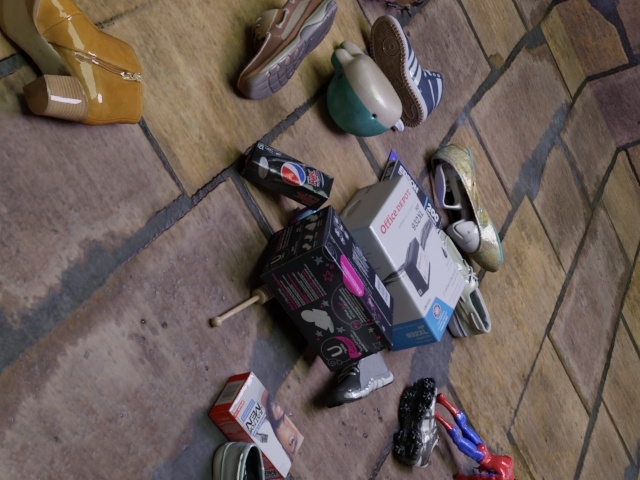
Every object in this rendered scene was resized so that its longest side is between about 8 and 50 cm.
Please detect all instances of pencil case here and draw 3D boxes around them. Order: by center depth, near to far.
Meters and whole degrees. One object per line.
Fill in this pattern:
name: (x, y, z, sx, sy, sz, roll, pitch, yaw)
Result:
pencil case: (0.000, 0.000, 1.697, 0.151, 0.070, 0.064, 55, 4, -18)

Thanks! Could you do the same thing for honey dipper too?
honey dipper: (-0.136, 0.116, 1.501, 0.161, 0.030, 0.030, -30, 100, -52)

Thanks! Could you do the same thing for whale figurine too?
whale figurine: (0.079, -0.340, 1.913, 0.216, 0.141, 0.272, 41, 22, -36)

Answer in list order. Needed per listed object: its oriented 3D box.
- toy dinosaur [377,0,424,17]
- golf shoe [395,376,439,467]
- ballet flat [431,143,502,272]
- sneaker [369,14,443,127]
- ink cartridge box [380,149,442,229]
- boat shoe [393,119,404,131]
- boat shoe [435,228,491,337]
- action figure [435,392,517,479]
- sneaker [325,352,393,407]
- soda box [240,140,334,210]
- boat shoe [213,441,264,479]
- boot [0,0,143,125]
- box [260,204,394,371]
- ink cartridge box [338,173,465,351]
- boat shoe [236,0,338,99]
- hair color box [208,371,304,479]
toy dinosaur: (0.173, -0.648, 2.150, 0.296, 0.127, 0.200, -35, 111, -47)
golf shoe: (0.215, 0.391, 1.819, 0.094, 0.077, 0.198, 47, 52, -39)
ballet flat: (0.363, -0.075, 2.179, 0.123, 0.123, 0.348, -15, 89, -54)
sneaker: (0.221, -0.439, 2.135, 0.153, 0.099, 0.282, -39, 114, -47)
ink cartridge box: (0.215, -0.089, 2.034, 0.206, 0.045, 0.208, 50, 40, -27)
boat shoe: (0.166, -0.294, 2.067, 0.035, 0.035, 0.100, -54, 127, -16)
boat shoe: (0.330, 0.099, 2.024, 0.302, 0.094, 0.109, 66, 34, -27)
action figure: (0.327, 0.481, 1.922, 0.280, 0.139, 0.091, 42, 44, -3)
sneaker: (0.058, 0.245, 1.669, 0.229, 0.086, 0.132, -6, 76, -64)
soda box: (-0.063, -0.122, 1.618, 0.169, 0.060, 0.053, 25, 56, -16)
boat shoe: (-0.120, 0.433, 1.347, 0.079, 0.081, 0.227, 14, 65, -50)
boot: (-0.379, -0.321, 1.318, 0.211, 0.104, 0.295, -12, 90, -59)
box: (0.018, 0.090, 1.594, 0.247, 0.142, 0.163, 56, 20, -23)
ink cartridge box: (0.169, 0.047, 1.843, 0.307, 0.129, 0.223, 58, 39, -19)
boat shoe: (-0.086, -0.405, 1.729, 0.116, 0.123, 0.324, 33, 52, 4)
hair color box: (-0.106, 0.315, 1.439, 0.167, 0.053, 0.093, 56, 38, -23)
